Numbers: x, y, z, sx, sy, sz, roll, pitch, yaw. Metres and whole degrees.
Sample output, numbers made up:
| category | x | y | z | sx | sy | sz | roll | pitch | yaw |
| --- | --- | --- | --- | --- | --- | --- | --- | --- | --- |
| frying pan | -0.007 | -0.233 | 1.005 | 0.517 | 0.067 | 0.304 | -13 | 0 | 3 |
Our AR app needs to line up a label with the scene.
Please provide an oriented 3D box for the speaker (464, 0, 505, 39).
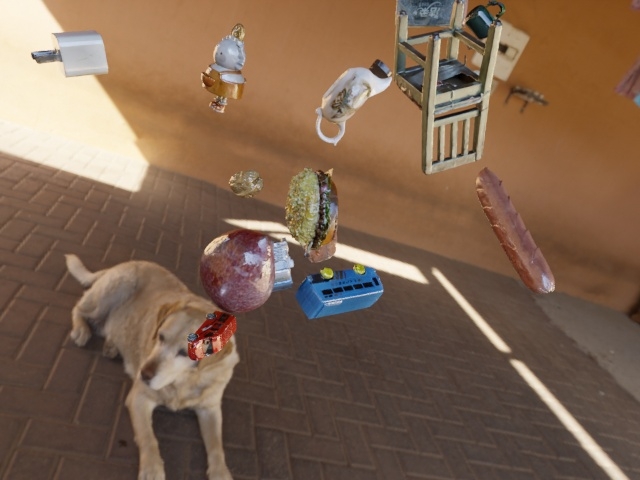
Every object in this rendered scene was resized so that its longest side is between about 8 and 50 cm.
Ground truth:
| category | x | y | z | sx | sy | sz | roll | pitch | yaw |
| --- | --- | --- | --- | --- | --- | --- | --- | --- | --- |
| speaker | 0.424 | -0.570 | 1.270 | 0.075 | 0.094 | 0.060 | 40 | 33 | -19 |

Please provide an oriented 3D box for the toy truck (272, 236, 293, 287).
| category | x | y | z | sx | sy | sz | roll | pitch | yaw |
| --- | --- | --- | --- | --- | --- | --- | --- | --- | --- |
| toy truck | -0.181 | 0.100 | 1.917 | 0.146 | 0.175 | 0.367 | -13 | -10 | -6 |

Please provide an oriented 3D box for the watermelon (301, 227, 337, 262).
| category | x | y | z | sx | sy | sz | roll | pitch | yaw |
| --- | --- | --- | --- | --- | --- | --- | --- | --- | --- |
| watermelon | 0.000 | 0.000 | 2.331 | 0.139 | 0.193 | 0.257 | 15 | 49 | -40 |

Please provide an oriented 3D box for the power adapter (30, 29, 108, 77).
| category | x | y | z | sx | sy | sz | roll | pitch | yaw |
| --- | --- | --- | --- | --- | --- | --- | --- | --- | --- |
| power adapter | -0.806 | -0.593 | 1.588 | 0.204 | 0.125 | 0.130 | -18 | 39 | -28 |

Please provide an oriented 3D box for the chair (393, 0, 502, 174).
| category | x | y | z | sx | sy | sz | roll | pitch | yaw |
| --- | --- | --- | --- | --- | --- | --- | --- | --- | --- |
| chair | 0.226 | -0.285 | 0.934 | 0.136 | 0.270 | 0.147 | -18 | 44 | -11 |

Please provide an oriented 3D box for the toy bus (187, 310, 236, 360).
| category | x | y | z | sx | sy | sz | roll | pitch | yaw |
| --- | --- | --- | --- | --- | --- | --- | --- | --- | --- |
| toy bus | -0.349 | 0.307 | 1.591 | 0.089 | 0.081 | 0.195 | 7 | 25 | 15 |

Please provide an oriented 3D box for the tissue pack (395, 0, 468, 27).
| category | x | y | z | sx | sy | sz | roll | pitch | yaw |
| --- | --- | --- | --- | --- | --- | --- | --- | --- | --- |
| tissue pack | 0.373 | -0.862 | 1.617 | 0.228 | 0.316 | 0.103 | 11 | 21 | 26 |

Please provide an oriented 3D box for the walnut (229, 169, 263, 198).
| category | x | y | z | sx | sy | sz | roll | pitch | yaw |
| --- | --- | --- | --- | --- | --- | --- | --- | --- | --- |
| walnut | -0.206 | -0.155 | 1.372 | 0.079 | 0.096 | 0.083 | 48 | 37 | -41 |

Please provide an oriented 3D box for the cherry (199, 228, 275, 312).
| category | x | y | z | sx | sy | sz | roll | pitch | yaw |
| --- | --- | --- | --- | --- | --- | --- | --- | --- | --- |
| cherry | -0.235 | 0.083 | 1.442 | 0.203 | 0.300 | 0.230 | -5 | 53 | -45 |

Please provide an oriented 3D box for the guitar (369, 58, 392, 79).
| category | x | y | z | sx | sy | sz | roll | pitch | yaw |
| --- | --- | --- | --- | --- | --- | --- | --- | --- | --- |
| guitar | 0.228 | -0.702 | 2.079 | 0.088 | 0.025 | 0.233 | 41 | -2 | -17 |

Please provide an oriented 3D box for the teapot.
| category | x | y | z | sx | sy | sz | roll | pitch | yaw |
| --- | --- | --- | --- | --- | --- | --- | --- | --- | --- |
| teapot | 0.089 | -0.456 | 1.625 | 0.139 | 0.298 | 0.204 | 40 | 20 | -18 |

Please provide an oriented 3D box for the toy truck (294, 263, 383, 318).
| category | x | y | z | sx | sy | sz | roll | pitch | yaw |
| --- | --- | --- | --- | --- | --- | --- | --- | --- | --- |
| toy truck | 0.086 | 0.211 | 2.081 | 0.385 | 0.161 | 0.162 | -5 | 53 | -40 |

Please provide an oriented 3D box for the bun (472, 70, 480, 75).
| category | x | y | z | sx | sy | sz | roll | pitch | yaw |
| --- | --- | --- | --- | --- | --- | --- | --- | --- | --- |
| bun | 0.621 | -0.650 | 2.091 | 0.094 | 0.138 | 0.138 | 14 | 19 | -15 |

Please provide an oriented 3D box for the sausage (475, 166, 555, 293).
| category | x | y | z | sx | sy | sz | roll | pitch | yaw |
| --- | --- | --- | --- | --- | --- | --- | --- | --- | --- |
| sausage | 0.525 | -0.036 | 1.379 | 0.088 | 0.088 | 0.433 | 14 | 48 | -36 |

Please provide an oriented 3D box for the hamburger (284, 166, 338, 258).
| category | x | y | z | sx | sy | sz | roll | pitch | yaw |
| --- | --- | --- | --- | --- | --- | --- | --- | --- | --- |
| hamburger | -0.030 | -0.084 | 1.442 | 0.138 | 0.262 | 0.243 | 1 | -18 | -11 |

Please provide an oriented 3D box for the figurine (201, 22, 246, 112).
| category | x | y | z | sx | sy | sz | roll | pitch | yaw |
| --- | --- | --- | --- | --- | --- | --- | --- | --- | --- |
| figurine | -0.289 | -0.542 | 1.578 | 0.143 | 0.271 | 0.143 | 29 | 13 | -7 |
